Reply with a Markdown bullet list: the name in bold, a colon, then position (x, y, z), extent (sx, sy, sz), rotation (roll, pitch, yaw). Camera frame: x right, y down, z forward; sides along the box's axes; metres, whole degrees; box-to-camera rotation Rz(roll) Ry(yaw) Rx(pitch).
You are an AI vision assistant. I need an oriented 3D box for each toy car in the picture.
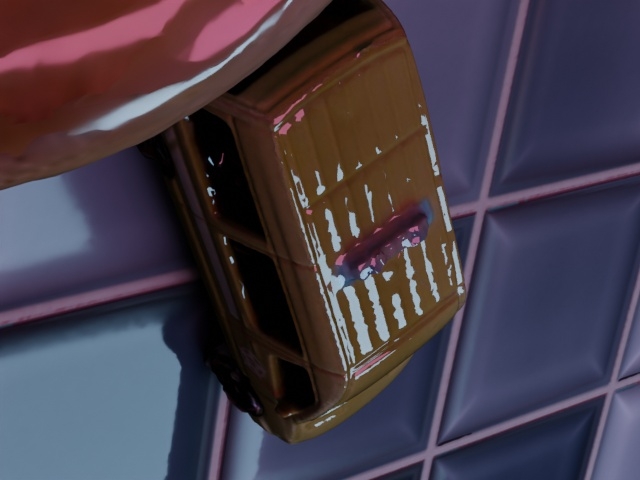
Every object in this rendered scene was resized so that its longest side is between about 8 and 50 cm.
- **toy car**: position (0.000, 0.000, 0.730), extent (0.101, 0.124, 0.256), rotation (-35, 134, -20)

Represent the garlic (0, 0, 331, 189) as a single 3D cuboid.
- **garlic**: position (-0.058, -0.114, 0.380), extent (0.339, 0.151, 0.196), rotation (-20, 125, 0)
